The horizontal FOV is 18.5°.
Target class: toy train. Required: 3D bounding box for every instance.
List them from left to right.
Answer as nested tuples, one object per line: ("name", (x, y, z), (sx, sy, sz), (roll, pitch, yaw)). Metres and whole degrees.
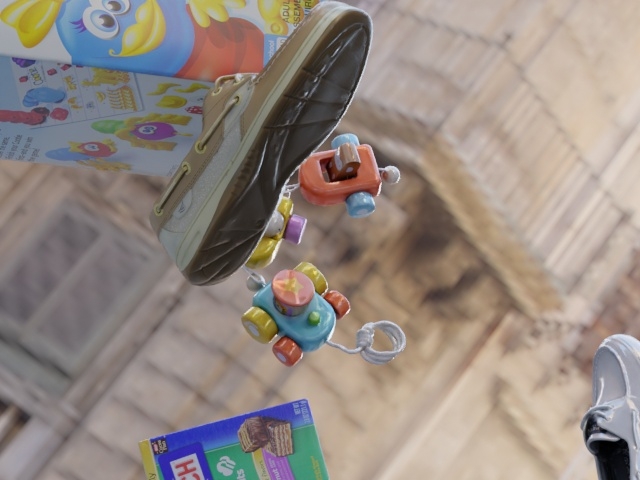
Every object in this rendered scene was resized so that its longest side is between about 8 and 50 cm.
("toy train", (0.000, 0.000, 1.272), (0.125, 0.166, 0.046), (-6, -29, -7))

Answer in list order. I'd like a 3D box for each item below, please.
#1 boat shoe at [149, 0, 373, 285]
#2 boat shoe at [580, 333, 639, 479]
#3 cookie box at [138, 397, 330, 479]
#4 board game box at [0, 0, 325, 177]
("boat shoe", (-0.029, -0.046, 0.812), (0.045, 0.135, 0.050), (42, 16, 29))
("boat shoe", (0.241, 0.160, 1.579), (0.063, 0.184, 0.066), (7, -25, -29))
("cookie box", (-0.048, 0.153, 1.188), (0.040, 0.107, 0.091), (90, -15, -76))
("board game box", (-0.146, -0.128, 1.000), (0.275, 0.142, 0.144), (6, -19, -16))
